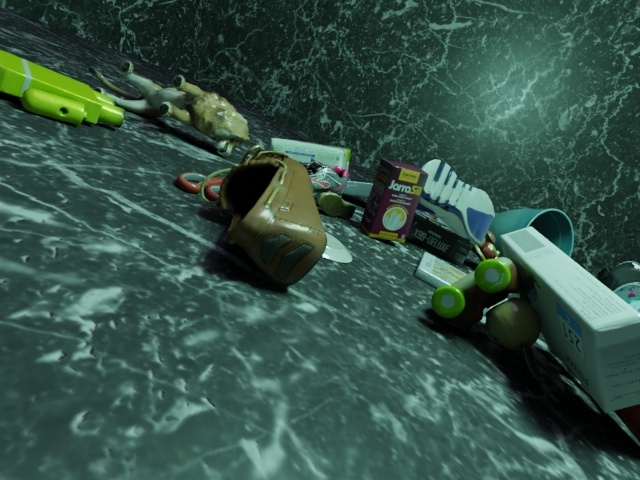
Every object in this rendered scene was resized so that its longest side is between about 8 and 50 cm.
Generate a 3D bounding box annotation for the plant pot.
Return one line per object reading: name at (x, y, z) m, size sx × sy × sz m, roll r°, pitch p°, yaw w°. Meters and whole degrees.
plant pot at (0.729, 0.003, 1.566) m, size 0.271 × 0.272 × 0.255 m, roll 19°, pitch 3°, yaw -26°

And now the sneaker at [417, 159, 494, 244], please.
sneaker at (0.342, -0.120, 1.213) m, size 0.315 × 0.128 × 0.182 m, roll 34°, pitch -8°, yaw -27°

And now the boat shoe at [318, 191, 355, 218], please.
boat shoe at (0.035, -0.094, 1.091) m, size 0.048 × 0.056 × 0.153 m, roll 35°, pitch 14°, yaw 33°

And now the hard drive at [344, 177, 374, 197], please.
hard drive at (0.167, -0.181, 1.451) m, size 0.254 × 0.054 × 0.172 m, roll 3°, pitch 13°, yaw -19°

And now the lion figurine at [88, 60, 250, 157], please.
lion figurine at (-0.387, -0.357, 1.117) m, size 0.392 × 0.142 × 0.240 m, roll 27°, pitch 7°, yaw 17°

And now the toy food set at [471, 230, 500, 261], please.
toy food set at (0.526, 0.028, 1.326) m, size 0.218 × 0.071 × 0.128 m, roll 41°, pitch 23°, yaw -49°

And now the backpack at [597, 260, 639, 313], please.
backpack at (0.610, 0.195, 0.785) m, size 0.253 × 0.225 × 0.191 m, roll 33°, pitch 38°, yaw 8°

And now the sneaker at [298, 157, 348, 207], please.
sneaker at (-0.038, -0.158, 1.075) m, size 0.120 × 0.112 × 0.299 m, roll 35°, pitch 18°, yaw 28°

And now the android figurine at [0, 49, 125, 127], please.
android figurine at (-0.532, -0.293, 0.815) m, size 0.272 × 0.056 × 0.248 m, roll 12°, pitch 21°, yaw -44°

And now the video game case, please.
video game case at (0.331, 0.106, 0.979) m, size 0.226 × 0.026 × 0.206 m, roll 30°, pitch 16°, yaw 11°

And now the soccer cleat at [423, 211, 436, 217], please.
soccer cleat at (0.356, -0.100, 1.396) m, size 0.083 × 0.029 × 0.035 m, roll 32°, pitch 7°, yaw 6°

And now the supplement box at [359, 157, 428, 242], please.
supplement box at (0.183, -0.099, 1.068) m, size 0.104 × 0.188 × 0.081 m, roll 9°, pitch 21°, yaw -18°

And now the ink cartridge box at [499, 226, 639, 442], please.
ink cartridge box at (0.392, 0.150, 0.668) m, size 0.296 × 0.066 × 0.261 m, roll -88°, pitch 158°, yaw -67°

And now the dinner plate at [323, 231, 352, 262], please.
dinner plate at (0.000, 0.000, 0.803) m, size 0.141 × 0.017 × 0.141 m, roll 26°, pitch 16°, yaw -8°

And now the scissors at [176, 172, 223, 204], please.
scissors at (-0.197, -0.122, 0.865) m, size 0.109 × 0.021 × 0.297 m, roll 24°, pitch 17°, yaw -3°

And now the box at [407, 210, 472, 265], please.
box at (0.351, -0.040, 1.389) m, size 0.242 × 0.077 × 0.307 m, roll 28°, pitch 15°, yaw 4°

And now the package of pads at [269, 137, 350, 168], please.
package of pads at (-0.032, -0.257, 1.335) m, size 0.229 × 0.101 × 0.296 m, roll 10°, pitch 13°, yaw 7°

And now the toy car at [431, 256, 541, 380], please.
toy car at (0.289, 0.136, 0.689) m, size 0.188 × 0.149 × 0.155 m, roll 60°, pitch 19°, yaw 17°

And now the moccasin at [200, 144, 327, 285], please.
moccasin at (-0.098, -0.072, 0.663) m, size 0.147 × 0.139 × 0.380 m, roll 38°, pitch 19°, yaw -24°
